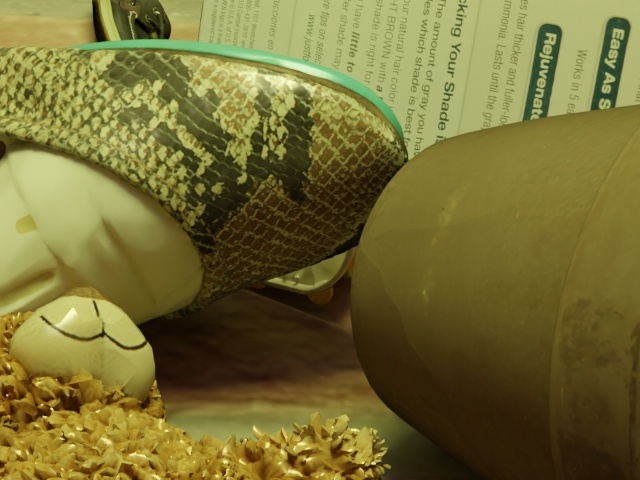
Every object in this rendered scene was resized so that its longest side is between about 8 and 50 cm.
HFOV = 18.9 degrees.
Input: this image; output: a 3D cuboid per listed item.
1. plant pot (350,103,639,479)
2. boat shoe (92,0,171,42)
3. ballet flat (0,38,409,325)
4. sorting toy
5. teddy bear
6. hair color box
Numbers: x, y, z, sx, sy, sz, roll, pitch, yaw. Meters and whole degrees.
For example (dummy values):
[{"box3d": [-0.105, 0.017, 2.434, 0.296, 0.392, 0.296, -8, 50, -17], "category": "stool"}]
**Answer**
[{"box3d": [0.140, 0.038, 0.879, 0.229, 0.263, 0.263, 11, 30, 45], "category": "plant pot"}, {"box3d": [-0.123, -0.141, 1.265, 0.049, 0.056, 0.152, -9, 35, -8], "category": "boat shoe"}, {"box3d": [-0.194, -0.026, 1.024, 0.482, 0.164, 0.182, 13, 52, 26], "category": "ballet flat"}, {"box3d": [0.000, 0.000, 1.078, 0.083, 0.045, 0.075, 14, 24, 27], "category": "sorting toy"}, {"box3d": [-0.074, 0.128, 0.817, 0.245, 0.113, 0.338, -2, 34, -11], "category": "teddy bear"}, {"box3d": [0.108, -0.091, 1.081, 0.347, 0.174, 0.105, 12, 17, 12], "category": "hair color box"}]
